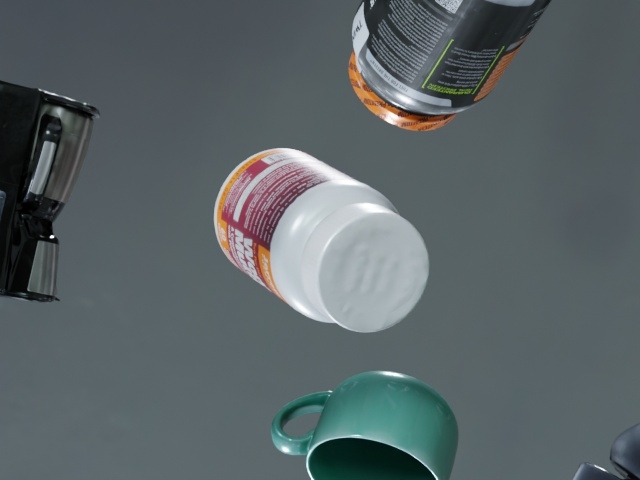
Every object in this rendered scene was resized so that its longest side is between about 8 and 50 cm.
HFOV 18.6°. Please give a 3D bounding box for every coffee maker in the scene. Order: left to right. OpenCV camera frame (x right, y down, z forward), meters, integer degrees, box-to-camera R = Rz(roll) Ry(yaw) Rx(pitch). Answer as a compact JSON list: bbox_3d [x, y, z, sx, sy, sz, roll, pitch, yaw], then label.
[{"bbox_3d":[-0.288,-0.047,1.660,0.120,0.171,0.178,32,-108,-81],"label":"coffee maker"}]

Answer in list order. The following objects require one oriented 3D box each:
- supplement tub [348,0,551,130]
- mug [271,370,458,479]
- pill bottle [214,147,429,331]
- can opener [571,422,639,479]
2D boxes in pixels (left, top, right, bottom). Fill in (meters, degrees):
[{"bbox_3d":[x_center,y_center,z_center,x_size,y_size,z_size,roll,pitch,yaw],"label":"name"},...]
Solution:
[{"bbox_3d":[0.094,-0.169,1.383,0.190,0.117,0.117,122,167,-50],"label":"supplement tub"},{"bbox_3d":[0.051,0.174,1.789,0.129,0.157,0.097,-36,25,46],"label":"mug"},{"bbox_3d":[0.000,0.000,1.655,0.221,0.121,0.121,32,104,63],"label":"pill bottle"},{"bbox_3d":[0.195,0.137,0.883,0.186,0.059,0.073,28,90,43],"label":"can opener"}]
